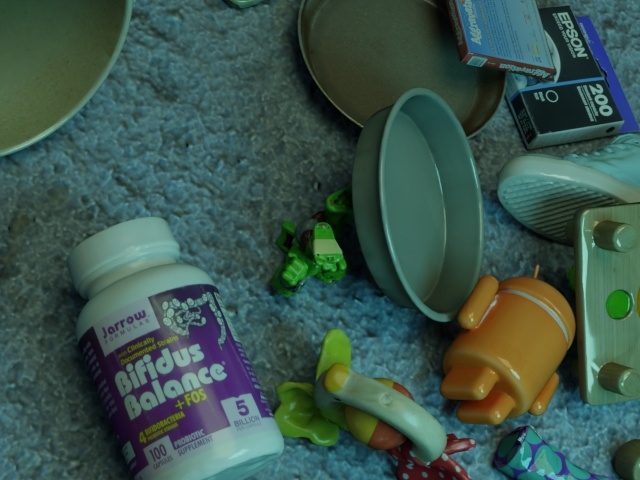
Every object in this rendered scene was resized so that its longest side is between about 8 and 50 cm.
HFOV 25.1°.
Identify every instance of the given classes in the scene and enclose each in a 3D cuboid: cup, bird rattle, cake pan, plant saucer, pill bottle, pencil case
[{"bbox_3d":[-0.419,-0.290,1.656,0.331,0.331,0.237,-25,50,-30],"label":"cup"},{"bbox_3d":[0.069,0.216,1.654,0.253,0.207,0.143,37,75,9],"label":"bird rattle"},{"bbox_3d":[0.122,-0.042,1.791,0.293,0.054,0.293,20,66,-57],"label":"cake pan"},{"bbox_3d":[0.108,-0.255,1.981,0.311,0.050,0.310,9,63,-19],"label":"plant saucer"},{"bbox_3d":[-0.172,0.132,1.604,0.169,0.169,0.301,-17,73,-28],"label":"pill bottle"},{"bbox_3d":[0.294,0.289,1.781,0.152,0.064,0.070,34,73,-5],"label":"pencil case"}]

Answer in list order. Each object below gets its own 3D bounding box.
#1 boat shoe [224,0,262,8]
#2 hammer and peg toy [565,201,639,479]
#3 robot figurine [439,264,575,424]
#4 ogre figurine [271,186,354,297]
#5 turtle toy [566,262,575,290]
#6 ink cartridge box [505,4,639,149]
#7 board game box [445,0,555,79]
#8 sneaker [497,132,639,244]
[{"bbox_3d":[-0.049,-0.376,1.961,0.190,0.072,0.068,-36,82,-32],"label":"boat shoe"},{"bbox_3d":[0.451,0.125,1.857,0.266,0.127,0.361,-7,98,-20],"label":"hammer and peg toy"},{"bbox_3d":[0.238,0.135,1.798,0.158,0.128,0.219,34,58,9],"label":"robot figurine"},{"bbox_3d":[0.000,0.000,1.770,0.097,0.118,0.197,23,59,-12],"label":"ogre figurine"},{"bbox_3d":[0.396,0.055,1.933,0.130,0.066,0.095,10,92,-19],"label":"turtle toy"},{"bbox_3d":[0.353,-0.242,2.078,0.208,0.045,0.206,-10,69,-27],"label":"ink cartridge box"},{"bbox_3d":[0.238,-0.356,2.044,0.145,0.027,0.281,8,55,-26],"label":"board game box"},{"bbox_3d":[0.394,-0.080,1.977,0.366,0.135,0.150,13,53,-26],"label":"sneaker"}]
